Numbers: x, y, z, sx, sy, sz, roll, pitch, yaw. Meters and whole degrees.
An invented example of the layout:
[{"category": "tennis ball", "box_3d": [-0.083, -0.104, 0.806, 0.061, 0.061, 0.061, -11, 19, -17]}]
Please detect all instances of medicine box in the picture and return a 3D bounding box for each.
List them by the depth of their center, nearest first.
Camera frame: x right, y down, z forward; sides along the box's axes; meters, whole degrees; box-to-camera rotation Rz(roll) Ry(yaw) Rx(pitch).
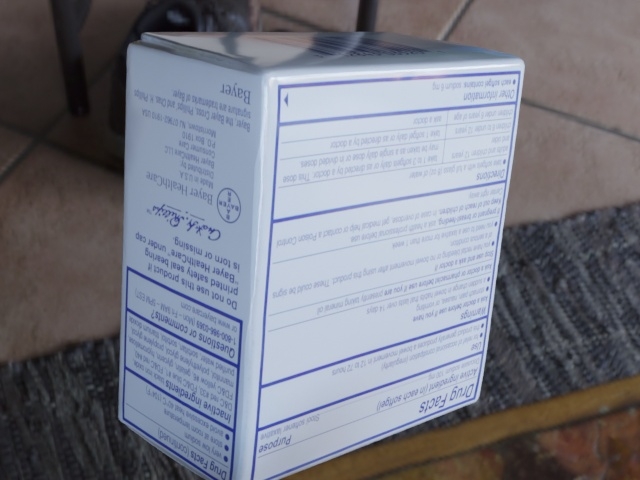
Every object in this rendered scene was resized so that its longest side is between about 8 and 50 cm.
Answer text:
[{"category": "medicine box", "box_3d": [0.000, 0.000, 0.812, 0.263, 0.289, 0.149, -11, 23, -43]}]
